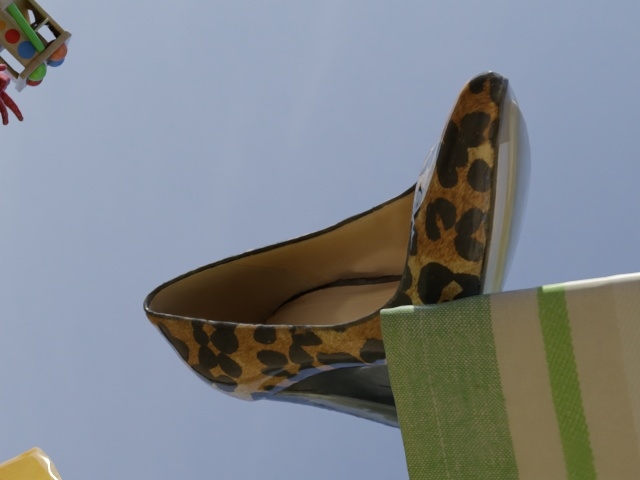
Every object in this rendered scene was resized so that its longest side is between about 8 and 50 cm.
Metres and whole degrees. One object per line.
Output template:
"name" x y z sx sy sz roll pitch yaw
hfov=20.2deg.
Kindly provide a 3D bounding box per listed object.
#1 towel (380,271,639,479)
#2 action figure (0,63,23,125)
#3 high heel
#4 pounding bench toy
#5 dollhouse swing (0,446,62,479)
"towel" 0.206 0.125 0.784 0.325 0.038 0.247 -9 -82 15
"action figure" -0.169 -0.114 0.726 0.139 0.280 0.091 42 -76 -4
"high heel" 0.000 0.000 0.878 0.186 0.093 0.261 16 -42 8
"pounding bench toy" -0.223 -0.154 1.348 0.065 0.052 0.083 45 -14 -4
"dollhouse swing" -0.090 0.293 0.474 0.315 0.305 0.347 -37 -142 -7
